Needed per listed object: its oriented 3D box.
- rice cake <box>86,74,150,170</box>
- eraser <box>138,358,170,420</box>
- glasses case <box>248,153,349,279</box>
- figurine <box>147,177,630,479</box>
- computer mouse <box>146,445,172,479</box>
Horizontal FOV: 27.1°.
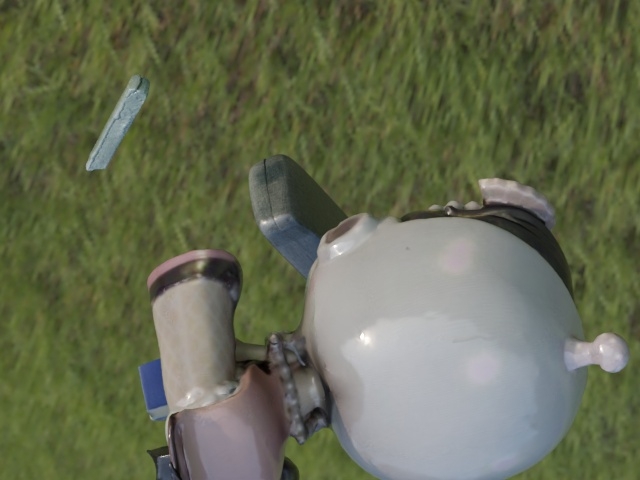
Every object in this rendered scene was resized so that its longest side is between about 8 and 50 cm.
[{"bbox_3d":[-0.258,-0.146,1.690,0.029,0.033,0.171,21,136,-19],"label":"rice cake"},{"bbox_3d":[-0.195,0.187,1.700,0.063,0.085,0.027,-17,131,-3],"label":"eraser"},{"bbox_3d":[0.000,0.000,1.965,0.074,0.131,0.323,-25,142,16],"label":"glasses case"},{"bbox_3d":[0.049,0.116,1.082,0.361,0.211,0.253,-17,125,-6],"label":"figurine"},{"bbox_3d":[-0.191,0.326,1.904,0.099,0.057,0.172,-8,164,1],"label":"computer mouse"}]
